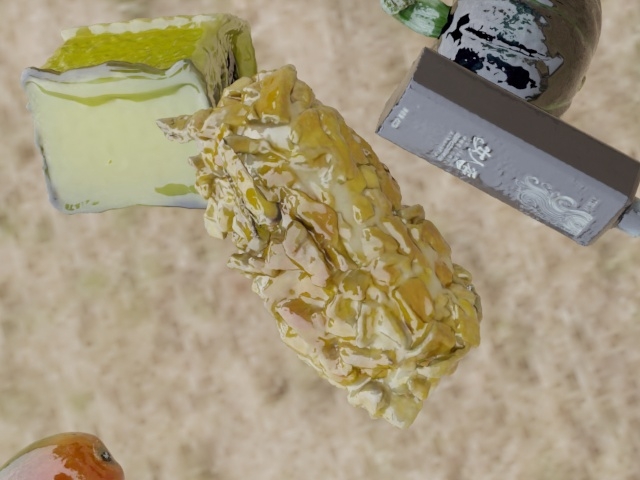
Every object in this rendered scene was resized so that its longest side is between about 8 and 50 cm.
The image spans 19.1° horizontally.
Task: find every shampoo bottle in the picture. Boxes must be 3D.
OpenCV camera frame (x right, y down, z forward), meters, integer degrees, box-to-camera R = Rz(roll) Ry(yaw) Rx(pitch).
[{"bbox_3d":[0.209,-0.070,1.782,0.309,0.071,0.098,27,141,-6],"label":"shampoo bottle"}]

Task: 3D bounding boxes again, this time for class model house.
[{"bbox_3d":[-0.170,-0.156,1.906,0.193,0.234,0.175,-4,125,15],"label":"model house"}]

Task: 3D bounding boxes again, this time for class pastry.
[{"bbox_3d":[0.000,0.000,1.229,0.102,0.154,0.250,-30,108,40],"label":"pastry"}]

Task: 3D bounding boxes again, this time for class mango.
[{"bbox_3d":[-0.319,0.332,2.119,0.146,0.129,0.289,32,119,7],"label":"mango"}]

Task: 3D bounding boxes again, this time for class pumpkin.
[{"bbox_3d":[0.179,-0.225,2.088,0.248,0.248,0.248,28,125,48],"label":"pumpkin"}]
